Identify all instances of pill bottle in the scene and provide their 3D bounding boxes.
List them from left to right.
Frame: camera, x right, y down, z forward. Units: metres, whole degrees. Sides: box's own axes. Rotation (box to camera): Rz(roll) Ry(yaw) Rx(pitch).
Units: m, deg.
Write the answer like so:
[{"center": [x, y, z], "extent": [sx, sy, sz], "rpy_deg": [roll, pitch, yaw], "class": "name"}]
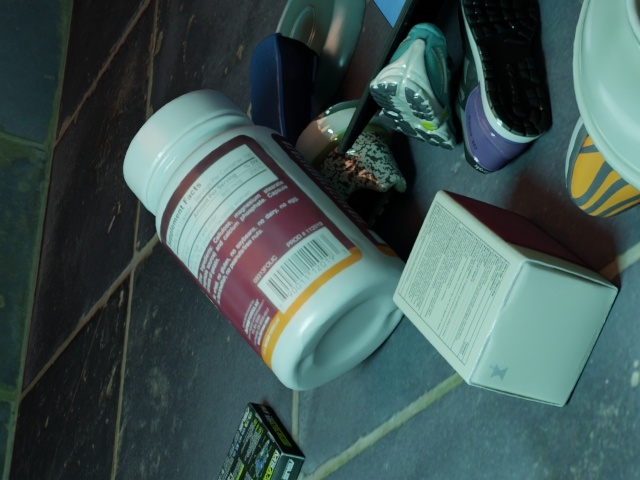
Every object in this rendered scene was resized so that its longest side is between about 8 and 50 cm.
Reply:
[{"center": [-0.079, -0.010, 1.861], "extent": [0.392, 0.224, 0.224], "rpy_deg": [47, 124, 25], "class": "pill bottle"}]

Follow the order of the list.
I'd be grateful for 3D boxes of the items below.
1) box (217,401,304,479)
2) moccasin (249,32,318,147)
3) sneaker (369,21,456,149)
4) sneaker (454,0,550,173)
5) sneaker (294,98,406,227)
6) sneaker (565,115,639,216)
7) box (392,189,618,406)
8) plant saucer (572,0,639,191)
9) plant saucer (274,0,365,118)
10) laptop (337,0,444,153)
[{"center": [-0.100, 0.366, 2.100], "extent": [0.190, 0.045, 0.184], "rpy_deg": [-69, 26, 10], "class": "box"}, {"center": [-0.037, -0.158, 2.200], "extent": [0.138, 0.117, 0.342], "rpy_deg": [-5, 80, 54], "class": "moccasin"}, {"center": [0.137, -0.190, 1.769], "extent": [0.275, 0.107, 0.110], "rpy_deg": [61, -127, -76], "class": "sneaker"}, {"center": [0.201, -0.215, 1.738], "extent": [0.124, 0.107, 0.283], "rpy_deg": [128, 149, -52], "class": "sneaker"}, {"center": [0.000, 0.000, 2.014], "extent": [0.182, 0.158, 0.410], "rpy_deg": [60, 136, 38], "class": "sneaker"}, {"center": [0.348, -0.087, 1.297], "extent": [0.321, 0.124, 0.180], "rpy_deg": [-51, 32, 42], "class": "sneaker"}, {"center": [0.196, 0.059, 1.535], "extent": [0.148, 0.127, 0.232], "rpy_deg": [-68, 25, 13], "class": "box"}, {"center": [0.373, -0.217, 1.178], "extent": [0.400, 0.100, 0.400], "rpy_deg": [-21, 55, 34], "class": "plant saucer"}, {"center": [-0.017, -0.346, 2.375], "extent": [0.317, 0.044, 0.317], "rpy_deg": [-45, 37, 47], "class": "plant saucer"}, {"center": [0.074, -0.405, 1.859], "extent": [0.408, 0.236, 0.382], "rpy_deg": [-56, -6, -41], "class": "laptop"}]
